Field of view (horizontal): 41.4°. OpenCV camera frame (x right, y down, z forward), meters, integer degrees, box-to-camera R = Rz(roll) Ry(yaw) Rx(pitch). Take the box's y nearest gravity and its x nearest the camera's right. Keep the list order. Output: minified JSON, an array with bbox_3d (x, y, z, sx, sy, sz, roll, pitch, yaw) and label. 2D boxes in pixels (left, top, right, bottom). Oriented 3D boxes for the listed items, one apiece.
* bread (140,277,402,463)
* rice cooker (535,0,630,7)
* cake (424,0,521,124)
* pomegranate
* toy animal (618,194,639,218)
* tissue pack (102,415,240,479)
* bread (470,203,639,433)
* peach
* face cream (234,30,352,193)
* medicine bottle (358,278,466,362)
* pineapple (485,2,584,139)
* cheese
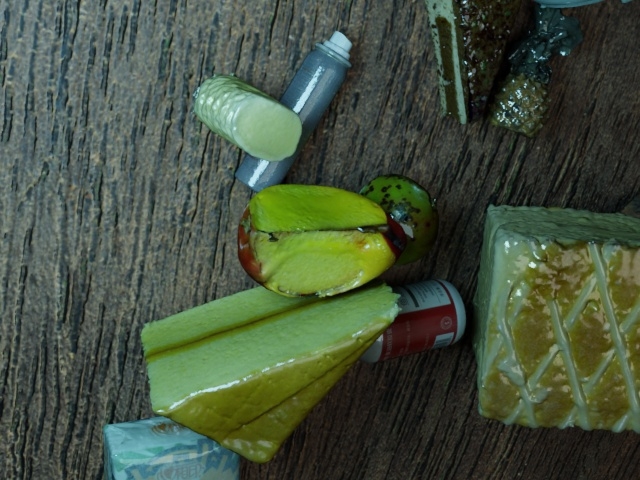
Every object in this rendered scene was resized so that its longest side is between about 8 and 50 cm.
[{"bbox_3d":[-0.075,0.137,1.363,0.361,0.233,0.245,-46,122,9],"label":"bread"},{"bbox_3d":[0.407,-0.525,1.304,0.264,0.316,0.316,-8,126,27],"label":"rice cooker"},{"bbox_3d":[0.265,-0.328,1.418,0.135,0.112,0.246,-23,120,-18],"label":"cake"},{"bbox_3d":[0.112,-0.025,1.465,0.205,0.159,0.159,-34,128,28],"label":"pomegranate"},{"bbox_3d":[0.579,0.004,1.737,0.312,0.097,0.157,-17,108,-16],"label":"toy animal"},{"bbox_3d":[-0.264,0.463,1.508,0.228,0.128,0.310,-5,112,-24],"label":"tissue pack"},{"bbox_3d":[0.477,0.136,1.566,0.371,0.279,0.390,2,113,3],"label":"bread"},{"bbox_3d":[-0.004,-0.004,1.347,0.267,0.154,0.158,-6,134,-21],"label":"peach"},{"bbox_3d":[-0.036,-0.202,1.352,0.073,0.073,0.283,28,98,-32],"label":"face cream"},{"bbox_3d":[0.132,0.150,1.554,0.250,0.131,0.131,-8,115,-22],"label":"medicine bottle"},{"bbox_3d":[0.375,-0.303,1.491,0.119,0.111,0.237,5,106,-59],"label":"pineapple"},{"bbox_3d":[-0.110,-0.186,1.268,0.123,0.167,0.094,33,92,-35],"label":"cheese"}]
